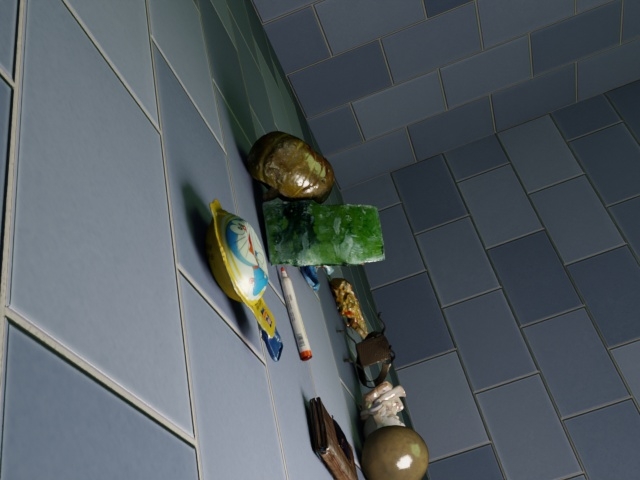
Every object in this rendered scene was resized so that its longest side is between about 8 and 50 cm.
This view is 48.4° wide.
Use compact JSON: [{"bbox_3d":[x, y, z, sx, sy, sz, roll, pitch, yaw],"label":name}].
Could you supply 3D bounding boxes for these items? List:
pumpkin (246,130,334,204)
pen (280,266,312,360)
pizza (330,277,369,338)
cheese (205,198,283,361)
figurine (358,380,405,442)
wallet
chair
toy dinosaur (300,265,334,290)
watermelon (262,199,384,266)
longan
[{"bbox_3d":[-0.077,-0.153,1.664,0.219,0.162,0.219,33,-8,5],"label":"pumpkin"},{"bbox_3d":[-0.057,0.155,1.536,0.026,0.026,0.218,56,15,-64],"label":"pen"},{"bbox_3d":[0.085,0.218,2.346,0.147,0.069,0.226,39,-28,59],"label":"pizza"},{"bbox_3d":[-0.117,0.062,1.128,0.177,0.069,0.270,-78,147,-78],"label":"cheese"},{"bbox_3d":[0.182,0.500,1.935,0.162,0.141,0.236,62,9,-21],"label":"figurine"},{"bbox_3d":[0.032,0.416,1.412,0.124,0.042,0.230,-100,166,-45],"label":"wallet"},{"bbox_3d":[0.149,0.343,2.162,0.213,0.149,0.174,68,4,-50],"label":"chair"},{"bbox_3d":[-0.021,0.053,1.930,0.144,0.076,0.329,55,13,-42],"label":"toy dinosaur"},{"bbox_3d":[0.000,-0.015,1.645,0.302,0.264,0.151,149,-60,-87],"label":"watermelon"},{"bbox_3d":[0.183,0.531,1.736,0.187,0.167,0.167,25,44,-71],"label":"longan"}]
